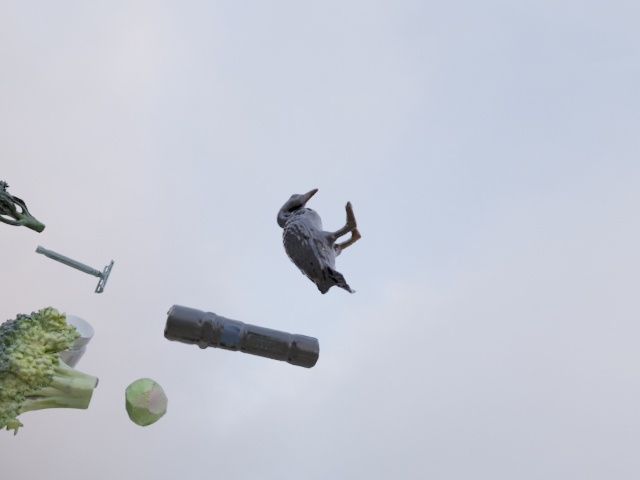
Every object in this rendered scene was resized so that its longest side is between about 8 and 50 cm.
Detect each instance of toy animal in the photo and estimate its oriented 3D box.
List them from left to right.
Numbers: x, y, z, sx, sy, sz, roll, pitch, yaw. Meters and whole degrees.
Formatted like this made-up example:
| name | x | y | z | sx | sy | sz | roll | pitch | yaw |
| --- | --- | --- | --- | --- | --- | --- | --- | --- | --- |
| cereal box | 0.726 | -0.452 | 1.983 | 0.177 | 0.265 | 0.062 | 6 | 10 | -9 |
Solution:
| name | x | y | z | sx | sy | sz | roll | pitch | yaw |
| --- | --- | --- | --- | --- | --- | --- | --- | --- | --- |
| toy animal | 0.000 | 0.000 | 1.381 | 0.186 | 0.298 | 0.122 | -15 | -30 | 3 |

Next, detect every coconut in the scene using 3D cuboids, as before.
| name | x | y | z | sx | sy | sz | roll | pitch | yaw |
| --- | --- | --- | --- | --- | --- | --- | --- | --- | --- |
| coconut | -0.326 | 0.304 | 1.129 | 0.083 | 0.082 | 0.081 | 11 | -33 | 1 |

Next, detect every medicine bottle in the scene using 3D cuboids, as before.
| name | x | y | z | sx | sy | sz | roll | pitch | yaw |
| --- | --- | --- | --- | --- | --- | --- | --- | --- | --- |
| medicine bottle | -0.651 | 0.282 | 1.501 | 0.103 | 0.103 | 0.186 | 36 | -80 | -6 |

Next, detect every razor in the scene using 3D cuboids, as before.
| name | x | y | z | sx | sy | sz | roll | pitch | yaw |
| --- | --- | --- | --- | --- | --- | --- | --- | --- | --- |
| razor | -0.772 | 0.072 | 1.890 | 0.232 | 0.106 | 0.068 | 29 | -37 | -25 |

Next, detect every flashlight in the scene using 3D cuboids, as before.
| name | x | y | z | sx | sy | sz | roll | pitch | yaw |
| --- | --- | --- | --- | --- | --- | --- | --- | --- | --- |
| flashlight | -0.201 | 0.257 | 1.607 | 0.424 | 0.103 | 0.103 | 14 | -42 | -13 |

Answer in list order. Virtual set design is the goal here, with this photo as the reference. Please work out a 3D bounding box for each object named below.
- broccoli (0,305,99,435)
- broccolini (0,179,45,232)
| name | x | y | z | sx | sy | sz | roll | pitch | yaw |
| --- | --- | --- | --- | --- | --- | --- | --- | --- | --- |
| broccoli | -0.591 | 0.279 | 1.269 | 0.244 | 0.262 | 0.247 | 23 | -27 | -19 |
| broccolini | -0.680 | -0.067 | 1.302 | 0.068 | 0.091 | 0.202 | 12 | -24 | 15 |
